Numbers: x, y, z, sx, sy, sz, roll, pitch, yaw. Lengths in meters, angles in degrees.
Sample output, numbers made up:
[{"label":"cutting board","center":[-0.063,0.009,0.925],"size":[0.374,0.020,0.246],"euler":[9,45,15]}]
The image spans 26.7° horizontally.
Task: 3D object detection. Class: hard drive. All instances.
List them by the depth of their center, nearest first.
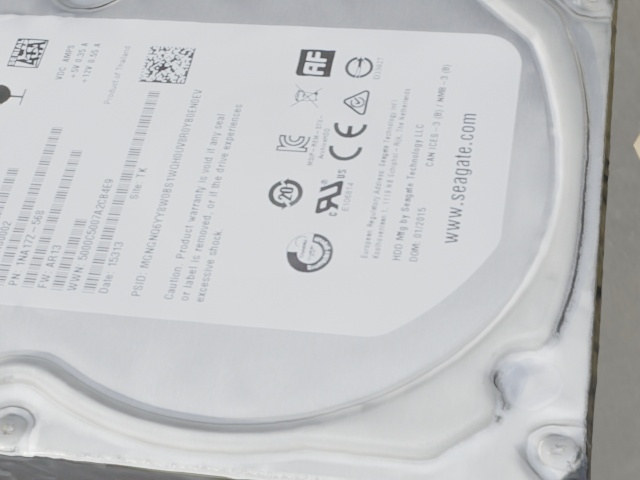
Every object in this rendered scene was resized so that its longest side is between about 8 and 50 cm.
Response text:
[{"label":"hard drive","center":[-0.065,-0.011,0.504],"size":[0.339,0.237,0.064],"euler":[4,145,12]}]

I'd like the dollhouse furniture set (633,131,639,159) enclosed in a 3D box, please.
[{"label":"dollhouse furniture set","center":[0.351,-0.066,0.322],"size":[0.256,0.394,0.362],"euler":[-7,133,-34]}]
